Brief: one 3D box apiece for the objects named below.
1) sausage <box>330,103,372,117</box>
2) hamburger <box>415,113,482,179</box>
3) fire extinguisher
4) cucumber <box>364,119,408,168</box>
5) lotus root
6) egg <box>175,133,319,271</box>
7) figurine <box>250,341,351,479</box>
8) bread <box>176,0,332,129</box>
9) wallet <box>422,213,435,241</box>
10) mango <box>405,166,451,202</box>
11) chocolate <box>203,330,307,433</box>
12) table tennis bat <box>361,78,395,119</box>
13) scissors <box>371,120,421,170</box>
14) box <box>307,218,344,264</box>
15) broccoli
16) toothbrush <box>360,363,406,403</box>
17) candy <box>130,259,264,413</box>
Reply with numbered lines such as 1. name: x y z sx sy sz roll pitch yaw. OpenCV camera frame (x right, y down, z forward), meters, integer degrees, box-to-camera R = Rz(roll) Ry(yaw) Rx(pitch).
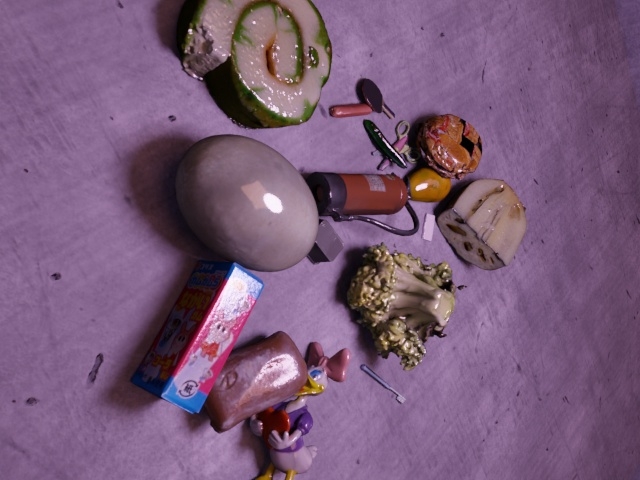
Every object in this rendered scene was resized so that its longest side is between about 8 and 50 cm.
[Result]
1. sausage: 0.088 -0.357 1.581 0.147 0.035 0.030 -17 77 -38
2. hamburger: 0.387 -0.288 1.735 0.231 0.107 0.231 20 54 -30
3. fire extinguisher: 0.136 -0.095 1.559 0.376 0.113 0.200 -6 82 -40
4. cucumber: 0.184 -0.272 1.644 0.036 0.033 0.184 -43 107 -3
5. lotus root: 0.526 -0.079 1.878 0.267 0.149 0.260 45 58 -10
6. egg: -0.152 -0.077 1.236 0.352 0.258 0.258 43 64 -28
7. figurine: -0.059 0.446 1.382 0.193 0.154 0.420 26 75 -42
8. bread: -0.145 -0.440 1.324 0.382 0.129 0.366 -11 97 -39
9. wallet: 0.339 -0.041 1.802 0.044 0.011 0.083 16 80 -38
10. mango: 0.324 -0.170 1.741 0.163 0.089 0.111 5 85 -33
11. chocolate: -0.148 0.300 1.287 0.261 0.083 0.161 -25 69 -25
12. table tennis bat: 0.166 -0.398 1.643 0.158 0.014 0.095 35 48 -41
13. scissors: 0.223 -0.267 1.700 0.187 0.020 0.133 -34 104 -34
14. box: 0.000 0.000 1.483 0.122 0.069 0.084 52 59 -26
15. broccoli: 0.249 0.148 1.548 0.293 0.281 0.347 -37 114 -21
16. toothbrush: 0.185 0.419 1.672 0.219 0.016 0.019 45 72 -32
17. candy: -0.257 0.192 1.213 0.100 0.157 0.306 41 66 -32
